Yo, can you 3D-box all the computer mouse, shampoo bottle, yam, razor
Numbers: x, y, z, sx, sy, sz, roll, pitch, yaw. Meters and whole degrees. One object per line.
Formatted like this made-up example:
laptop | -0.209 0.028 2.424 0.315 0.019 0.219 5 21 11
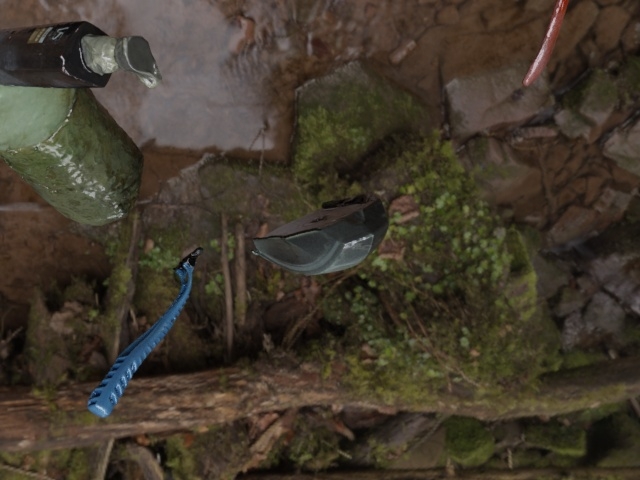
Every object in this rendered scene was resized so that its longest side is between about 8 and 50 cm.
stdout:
computer mouse | 0.003 0.001 0.753 0.126 0.231 0.071 -29 102 -27
shampoo bottle | -0.241 -0.173 0.589 0.063 0.208 0.057 35 69 -56
yam | -0.443 -0.161 1.090 0.195 0.195 0.300 -24 152 0
razor | -0.225 0.119 0.822 0.042 0.253 0.082 38 142 -14

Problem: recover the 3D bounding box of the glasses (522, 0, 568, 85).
glasses | 0.243 -0.150 0.297 0.118 0.234 0.268 -41 164 -33
